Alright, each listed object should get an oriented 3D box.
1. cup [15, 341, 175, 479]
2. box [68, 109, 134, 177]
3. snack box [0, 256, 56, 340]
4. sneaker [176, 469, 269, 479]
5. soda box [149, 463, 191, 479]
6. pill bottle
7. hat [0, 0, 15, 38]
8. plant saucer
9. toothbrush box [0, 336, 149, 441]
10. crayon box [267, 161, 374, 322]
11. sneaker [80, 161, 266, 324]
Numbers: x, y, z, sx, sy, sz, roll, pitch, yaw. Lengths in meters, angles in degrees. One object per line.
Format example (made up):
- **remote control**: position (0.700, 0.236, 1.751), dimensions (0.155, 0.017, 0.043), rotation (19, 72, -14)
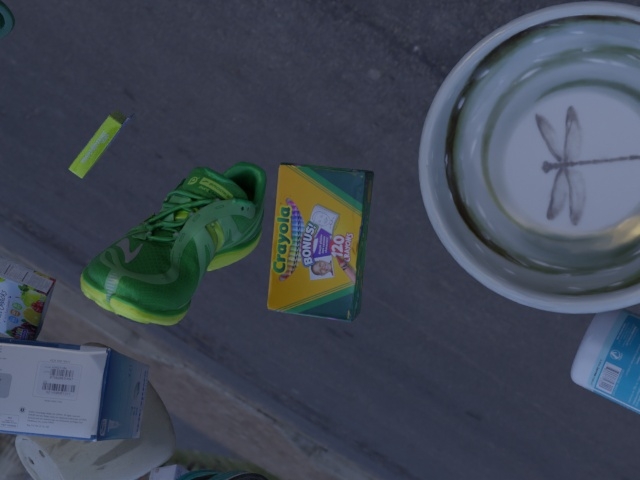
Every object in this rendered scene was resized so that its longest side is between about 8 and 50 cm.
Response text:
- **cup**: position (-0.520, 0.428, 1.734), dimensions (0.331, 0.237, 0.330), rotation (23, 130, 29)
- **box**: position (-0.504, -0.231, 1.817), dimensions (0.042, 0.178, 0.109), rotation (38, -171, -15)
- **snack box**: position (-0.450, 0.087, 1.146), dimensions (0.100, 0.037, 0.141), rotation (25, 135, -9)
- **sneaker**: position (-0.212, 0.413, 1.112), dimensions (0.123, 0.296, 0.178), rotation (65, 162, 7)
- **soda box**: position (-0.308, 0.557, 1.544), dimensions (0.074, 0.216, 0.069), rotation (-17, 137, 30)
- **pill bottle**: position (0.544, 0.214, 1.235), dimensions (0.264, 0.146, 0.146), rotation (25, 158, 25)
- **hat**: position (-0.673, -0.496, 1.462), dimensions (0.173, 0.183, 0.208), rotation (-11, 164, 4)
- **plant saucer**: position (0.333, -0.104, 1.021), dimensions (0.401, 0.400, 0.100), rotation (22, -178, 23)
- **toothbrush box**: position (-0.387, 0.220, 1.149), dimensions (0.217, 0.126, 0.295), rotation (6, 166, 0)
- **crayon box**: position (0.000, 0.000, 1.465), dimensions (0.166, 0.278, 0.081), rotation (7, -173, 14)
- **sneaker**: position (-0.140, -0.013, 0.799), dimensions (0.110, 0.295, 0.123), rotation (24, 117, 9)
